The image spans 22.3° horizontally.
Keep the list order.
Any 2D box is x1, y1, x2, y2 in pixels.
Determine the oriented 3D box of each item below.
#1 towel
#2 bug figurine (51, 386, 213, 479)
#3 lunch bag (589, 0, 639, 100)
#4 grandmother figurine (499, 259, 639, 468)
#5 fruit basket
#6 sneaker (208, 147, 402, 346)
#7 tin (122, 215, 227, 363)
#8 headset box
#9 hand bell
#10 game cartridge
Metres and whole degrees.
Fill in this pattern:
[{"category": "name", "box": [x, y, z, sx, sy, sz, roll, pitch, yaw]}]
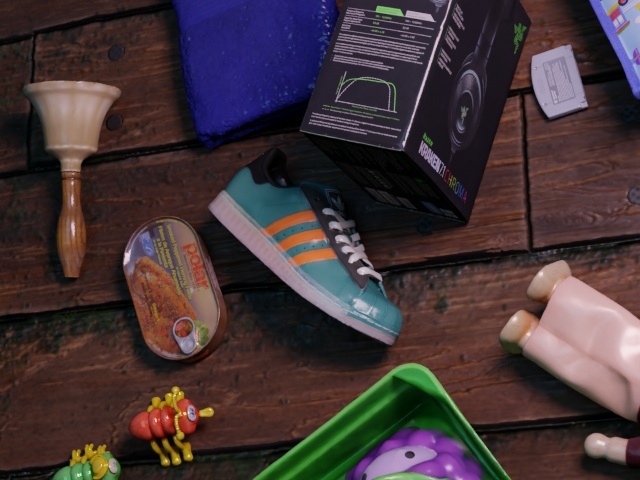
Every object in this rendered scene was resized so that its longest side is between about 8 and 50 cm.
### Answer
[{"category": "towel", "box": [-0.077, -0.286, 2.042, 0.228, 0.076, 0.308, -20, 67, 23]}, {"category": "bug figurine", "box": [-0.208, 0.315, 1.889, 0.216, 0.072, 0.279, -20, 67, 15]}, {"category": "lunch bag", "box": [0.406, -0.309, 1.808, 0.221, 0.138, 0.293, -26, 66, 14]}, {"category": "grandmother figurine", "box": [0.361, 0.153, 1.706, 0.342, 0.104, 0.208, 37, 116, 25]}, {"category": "fruit basket", "box": [0.028, 0.327, 1.623, 0.392, 0.392, 0.283, -39, 68, 6]}, {"category": "sneaker", "box": [0.000, 0.000, 1.890, 0.302, 0.108, 0.121, 40, 95, 29]}, {"category": "tin", "box": [-0.176, 0.060, 1.982, 0.106, 0.040, 0.189, -26, 65, 16]}, {"category": "headset box", "box": [0.118, -0.198, 1.832, 0.131, 0.246, 0.283, 13, 77, 26]}, {"category": "hand bell", "box": [-0.318, -0.073, 2.062, 0.126, 0.126, 0.242, -2, 85, 21]}, {"category": "game cartridge", "box": [0.277, -0.184, 1.892, 0.056, 0.017, 0.083, -16, 67, 13]}]
